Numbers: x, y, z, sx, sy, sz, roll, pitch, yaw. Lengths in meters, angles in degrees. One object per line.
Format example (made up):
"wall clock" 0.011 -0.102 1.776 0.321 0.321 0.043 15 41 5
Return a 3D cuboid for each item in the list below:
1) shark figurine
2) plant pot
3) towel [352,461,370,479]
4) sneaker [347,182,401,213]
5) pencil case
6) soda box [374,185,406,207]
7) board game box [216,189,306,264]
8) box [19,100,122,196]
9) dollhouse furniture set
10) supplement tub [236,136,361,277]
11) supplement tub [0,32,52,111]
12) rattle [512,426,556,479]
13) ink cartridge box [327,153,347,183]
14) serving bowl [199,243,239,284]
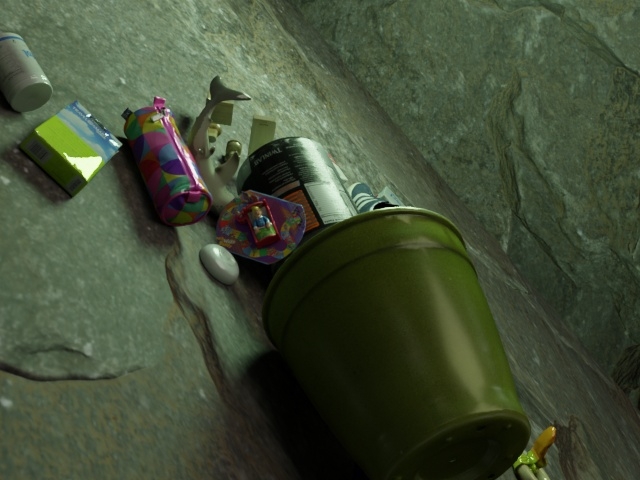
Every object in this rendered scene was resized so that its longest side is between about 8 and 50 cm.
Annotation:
"shark figurine" -0.226 -0.163 1.524 0.166 0.278 0.116 -13 19 -38
"plant pot" 0.136 0.200 1.249 0.366 0.366 0.353 31 23 -44
"towel" 0.158 0.489 1.252 0.308 0.076 0.228 46 12 -11
"sneaker" 0.146 -0.065 2.100 0.350 0.148 0.131 -82 148 -61
"pencil case" -0.269 -0.136 1.419 0.104 0.104 0.236 22 34 -54
"soda box" 0.251 -0.017 2.369 0.286 0.091 0.098 47 19 -8
"board game box" -0.113 -0.033 1.472 0.168 0.133 0.033 17 -25 21
"box" -0.383 -0.147 1.267 0.109 0.042 0.178 45 19 -15
"dollhouse furniture set" -0.176 -0.252 1.778 0.151 0.144 0.123 8 29 -7
"supplement tub" -0.023 -0.025 1.593 0.207 0.207 0.338 27 30 -49
"supplement tub" -0.467 -0.259 1.249 0.107 0.071 0.071 55 19 14
"rattle" 0.558 0.556 1.918 0.200 0.143 0.130 48 0 12
"ink cartridge box" 0.001 -0.191 2.191 0.099 0.056 0.135 57 20 21
"serving bowl" -0.171 0.037 1.420 0.083 0.027 0.083 42 20 -19
